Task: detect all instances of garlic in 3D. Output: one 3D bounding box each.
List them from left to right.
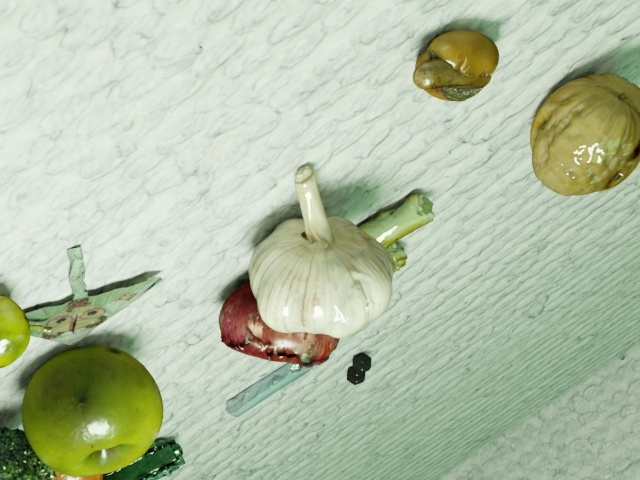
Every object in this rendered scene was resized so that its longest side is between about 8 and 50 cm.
[{"bbox_3d":[0.000,0.000,1.505,0.199,0.199,0.226,-17,124,-24],"label":"garlic"}]

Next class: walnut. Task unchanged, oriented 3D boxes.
[{"bbox_3d":[0.365,-0.141,1.596,0.155,0.155,0.184,-12,148,-33],"label":"walnut"}]

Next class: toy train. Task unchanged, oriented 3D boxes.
[{"bbox_3d":[-0.327,0.419,2.119,0.170,0.071,0.111,-26,167,-6],"label":"toy train"}]

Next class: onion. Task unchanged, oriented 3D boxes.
[{"bbox_3d":[-0.057,0.098,1.640,0.184,0.184,0.147,-11,109,-35],"label":"onion"}]

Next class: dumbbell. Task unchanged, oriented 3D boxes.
[{"bbox_3d":[0.074,0.247,2.238,0.040,0.036,0.083,-19,156,-20],"label":"dumbbell"}]

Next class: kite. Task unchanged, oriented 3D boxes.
[{"bbox_3d":[-0.302,0.072,1.460,0.229,0.012,0.250,-17,155,-22],"label":"kite"}]

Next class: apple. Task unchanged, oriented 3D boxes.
[{"bbox_3d":[-0.314,0.232,1.601,0.196,0.157,0.196,-25,154,-13],"label":"apple"}]

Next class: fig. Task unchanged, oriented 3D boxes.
[{"bbox_3d":[-0.372,0.120,1.376,0.093,0.093,0.166,-27,155,-2],"label":"fig"}]

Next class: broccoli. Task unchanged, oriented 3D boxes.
[{"bbox_3d":[-0.467,0.348,1.639,0.198,0.226,0.176,-35,142,-47],"label":"broccoli"}]

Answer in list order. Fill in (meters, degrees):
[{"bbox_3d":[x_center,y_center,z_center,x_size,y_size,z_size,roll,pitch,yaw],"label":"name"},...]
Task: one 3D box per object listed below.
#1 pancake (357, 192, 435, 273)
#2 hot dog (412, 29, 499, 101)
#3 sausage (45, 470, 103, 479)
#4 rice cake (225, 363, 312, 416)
[{"bbox_3d":[0.061,0.053,1.784,0.197,0.054,0.376,-13,154,-34],"label":"pancake"},{"bbox_3d":[0.155,-0.199,1.337,0.090,0.060,0.140,-44,149,25],"label":"hot dog"},{"bbox_3d":[-0.442,0.408,1.881,0.133,0.133,0.258,-1,146,-48],"label":"sausage"},{"bbox_3d":[-0.093,0.259,2.082,0.180,0.030,0.042,-34,153,11],"label":"rice cake"}]
